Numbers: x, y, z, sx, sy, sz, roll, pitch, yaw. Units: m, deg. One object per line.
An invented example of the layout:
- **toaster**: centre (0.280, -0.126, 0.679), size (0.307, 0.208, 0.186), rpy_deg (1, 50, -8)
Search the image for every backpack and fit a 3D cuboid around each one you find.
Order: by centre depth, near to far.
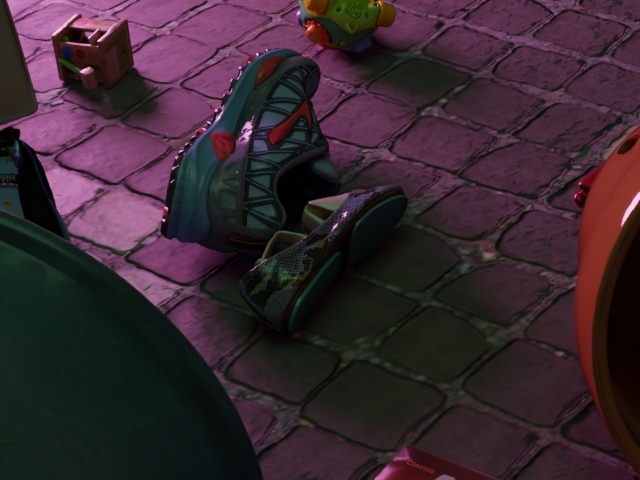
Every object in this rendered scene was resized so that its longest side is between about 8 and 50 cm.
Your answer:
- **backpack**: centre (-0.270, 0.017, 1.329), size (0.158, 0.117, 0.173), rpy_deg (-18, 54, -18)

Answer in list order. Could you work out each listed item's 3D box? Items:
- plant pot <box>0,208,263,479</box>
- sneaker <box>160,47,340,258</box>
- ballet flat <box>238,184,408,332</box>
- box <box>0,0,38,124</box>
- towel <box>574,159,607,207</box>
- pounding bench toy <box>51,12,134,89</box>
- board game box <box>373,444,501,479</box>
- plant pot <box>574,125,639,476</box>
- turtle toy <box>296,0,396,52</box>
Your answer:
- **plant pot**: centre (-0.245, 0.200, 0.827), size (0.341, 0.341, 0.334), rpy_deg (9, 32, 20)
- **sneaker**: centre (-0.038, -0.065, 1.465), size (0.125, 0.104, 0.262), rpy_deg (21, 43, 8)
- **ballet flat**: centre (0.000, 0.000, 1.357), size (0.070, 0.070, 0.188), rpy_deg (15, 37, 28)
- **box**: centre (-0.354, -0.147, 1.476), size (0.148, 0.121, 0.311), rpy_deg (-19, 10, -20)
- **towel**: centre (0.370, -0.039, 1.407), size (0.275, 0.031, 0.199), rpy_deg (21, 39, 31)
- **pounding bench toy**: centre (-0.234, -0.180, 1.678), size (0.065, 0.052, 0.083), rpy_deg (9, 36, 21)
- **board game box**: centre (0.134, 0.219, 1.052), size (0.281, 0.027, 0.145), rpy_deg (18, 38, 30)
- **plant pot**: centre (0.291, 0.023, 1.128), size (0.291, 0.291, 0.203), rpy_deg (-9, 17, -6)
- **turtle toy**: centre (0.014, -0.229, 1.705), size (0.095, 0.066, 0.130), rpy_deg (10, 26, -20)
